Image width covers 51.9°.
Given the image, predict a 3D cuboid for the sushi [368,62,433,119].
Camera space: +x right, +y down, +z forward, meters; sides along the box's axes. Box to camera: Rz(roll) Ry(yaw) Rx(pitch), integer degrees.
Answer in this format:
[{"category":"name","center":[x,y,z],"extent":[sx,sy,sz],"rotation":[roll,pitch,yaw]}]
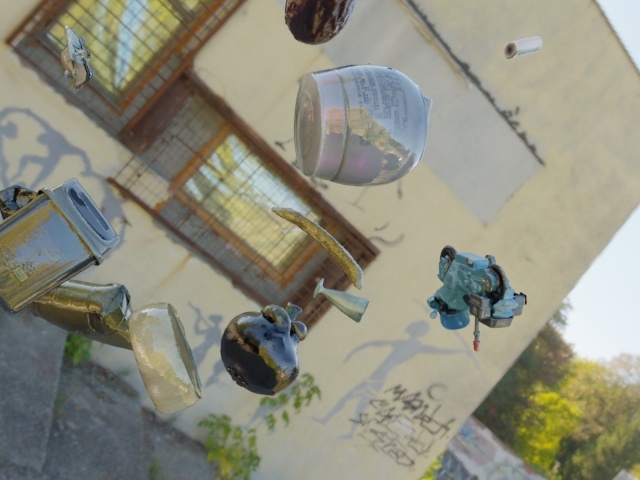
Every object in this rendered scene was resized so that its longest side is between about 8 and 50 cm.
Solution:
[{"category":"sushi","center":[0.221,-0.347,1.717],"extent":[0.273,0.134,0.109],"rotation":[24,-5,-34]}]

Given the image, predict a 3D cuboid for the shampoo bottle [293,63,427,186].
[{"category":"shampoo bottle","center":[0.081,-0.257,1.476],"extent":[0.266,0.273,0.273],"rotation":[-2,14,-14]}]

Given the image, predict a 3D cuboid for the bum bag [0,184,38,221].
[{"category":"bum bag","center":[-0.815,-0.034,1.798],"extent":[0.102,0.248,0.069],"rotation":[-13,32,-32]}]

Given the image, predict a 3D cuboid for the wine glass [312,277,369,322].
[{"category":"wine glass","center":[0.059,0.169,1.882],"extent":[0.155,0.073,0.073],"rotation":[29,-2,10]}]

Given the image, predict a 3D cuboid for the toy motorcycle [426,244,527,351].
[{"category":"toy motorcycle","center":[0.319,0.118,1.397],"extent":[0.123,0.182,0.272],"rotation":[-3,12,-19]}]

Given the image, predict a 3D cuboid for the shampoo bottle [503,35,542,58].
[{"category":"shampoo bottle","center":[0.584,-0.553,1.876],"extent":[0.072,0.099,0.043],"rotation":[161,-87,-78]}]

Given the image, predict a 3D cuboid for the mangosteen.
[{"category":"mangosteen","center":[-0.164,0.314,1.974],"extent":[0.233,0.287,0.287],"rotation":[-7,-28,27]}]

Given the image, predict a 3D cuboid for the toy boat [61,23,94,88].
[{"category":"toy boat","center":[-0.573,-0.440,1.527],"extent":[0.084,0.066,0.210],"rotation":[101,-30,-48]}]

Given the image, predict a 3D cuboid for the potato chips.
[{"category":"potato chips","center":[0.000,0.000,2.150],"extent":[0.407,0.080,0.057],"rotation":[42,17,11]}]

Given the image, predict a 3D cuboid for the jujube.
[{"category":"jujube","center":[0.001,-0.657,1.842],"extent":[0.183,0.183,0.243],"rotation":[43,-35,-4]}]

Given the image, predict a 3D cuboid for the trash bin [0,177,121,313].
[{"category":"trash bin","center":[-0.611,0.012,1.450],"extent":[0.209,0.290,0.182],"rotation":[57,-23,-15]}]

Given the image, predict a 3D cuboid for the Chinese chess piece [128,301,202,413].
[{"category":"Chinese chess piece","center":[-0.346,0.260,1.472],"extent":[0.250,0.103,0.250],"rotation":[161,-90,-81]}]

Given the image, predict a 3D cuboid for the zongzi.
[{"category":"zongzi","center":[-0.647,0.227,1.845],"extent":[0.274,0.145,0.300],"rotation":[7,-36,13]}]
